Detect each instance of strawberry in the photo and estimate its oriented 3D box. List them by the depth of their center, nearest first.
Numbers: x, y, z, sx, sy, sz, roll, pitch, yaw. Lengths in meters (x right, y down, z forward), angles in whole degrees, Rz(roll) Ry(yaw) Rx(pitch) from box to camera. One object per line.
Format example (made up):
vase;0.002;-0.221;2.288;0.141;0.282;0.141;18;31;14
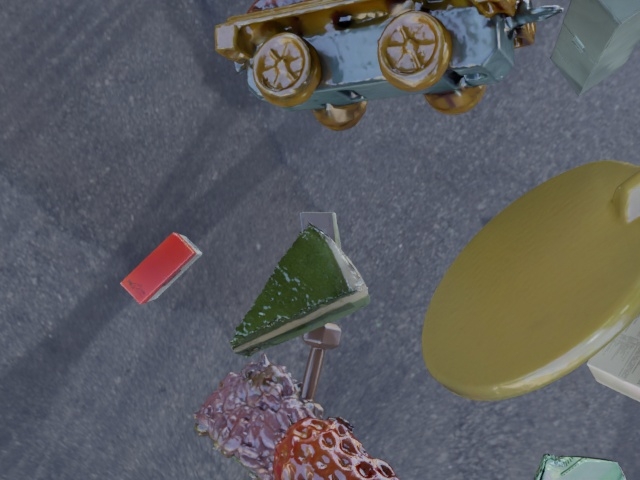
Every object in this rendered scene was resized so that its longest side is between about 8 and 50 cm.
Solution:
strawberry;0.046;0.383;0.970;0.253;0.280;0.150;7;30;27

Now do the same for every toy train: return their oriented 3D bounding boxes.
toy train;0.071;-0.253;0.836;0.369;0.163;0.232;-3;84;26

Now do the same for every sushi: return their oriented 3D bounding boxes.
sushi;-0.062;0.328;1.278;0.236;0.270;0.171;19;62;48

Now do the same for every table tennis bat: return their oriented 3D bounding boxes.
table tennis bat;0.190;-0.008;0.515;0.050;0.321;0.198;42;28;-17

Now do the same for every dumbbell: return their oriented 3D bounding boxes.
dumbbell;-0.016;0.283;1.650;0.082;0.092;0.231;13;83;-4

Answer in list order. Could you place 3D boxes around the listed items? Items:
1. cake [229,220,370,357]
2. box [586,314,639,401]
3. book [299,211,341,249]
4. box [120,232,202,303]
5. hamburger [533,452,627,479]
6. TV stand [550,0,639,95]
cake;-0.029;0.139;1.491;0.172;0.158;0.284;31;75;22
box;0.732;0.246;1.727;0.212;0.095;0.168;-52;40;-12
book;0.000;0.000;1.695;0.014;0.181;0.127;-9;95;-24
box;-0.220;0.038;1.087;0.048;0.152;0.100;44;86;-4
hamburger;0.494;0.513;1.419;0.235;0.125;0.214;5;54;26
TV stand;0.397;-0.298;1.080;0.088;0.269;0.083;-34;78;1
